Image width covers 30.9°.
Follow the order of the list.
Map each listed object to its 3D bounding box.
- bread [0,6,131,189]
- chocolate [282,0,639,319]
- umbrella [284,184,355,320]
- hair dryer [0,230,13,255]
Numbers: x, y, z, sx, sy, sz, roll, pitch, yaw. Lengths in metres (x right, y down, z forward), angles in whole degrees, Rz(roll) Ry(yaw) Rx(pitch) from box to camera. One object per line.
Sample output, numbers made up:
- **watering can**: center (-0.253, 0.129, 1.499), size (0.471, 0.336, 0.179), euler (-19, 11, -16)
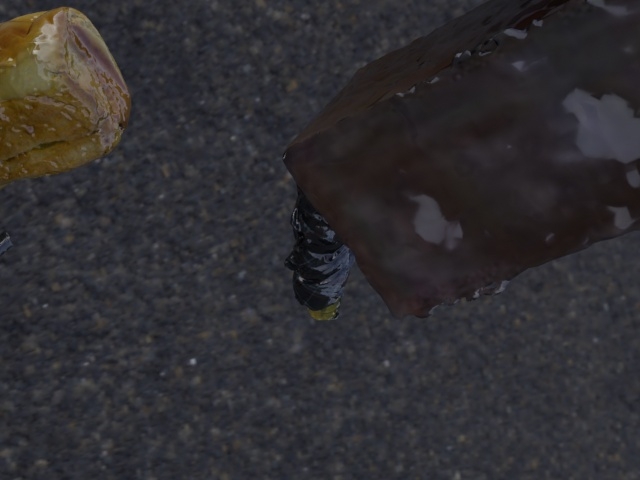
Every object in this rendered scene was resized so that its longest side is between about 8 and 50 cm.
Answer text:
- **bread**: center (-0.359, -0.143, 1.255), size (0.132, 0.295, 0.166), euler (-83, 150, -52)
- **chocolate**: center (0.146, -0.080, 0.469), size (0.112, 0.321, 0.112), euler (54, 33, -18)
- **umbrella**: center (0.000, 0.000, 0.669), size (0.144, 0.040, 0.037), euler (91, 25, -53)
- **hair dryer**: center (-0.328, 0.091, 0.912), size (0.248, 0.196, 0.078), euler (-46, 137, -7)
